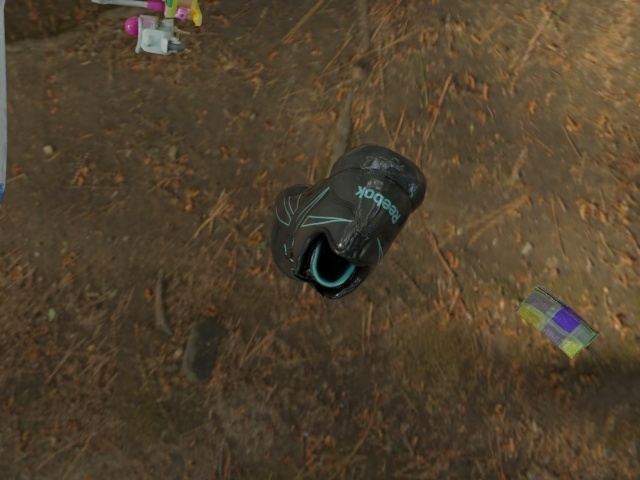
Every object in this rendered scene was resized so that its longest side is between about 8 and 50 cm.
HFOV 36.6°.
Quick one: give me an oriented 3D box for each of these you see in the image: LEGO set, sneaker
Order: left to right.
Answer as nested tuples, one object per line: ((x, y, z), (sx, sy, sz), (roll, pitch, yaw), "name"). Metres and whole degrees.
((-0.161, -0.317, 0.906), (0.107, 0.132, 0.287), (1, 108, -20), "LEGO set")
((0.000, 0.000, 0.888), (0.101, 0.267, 0.106), (30, 66, -8), "sneaker")

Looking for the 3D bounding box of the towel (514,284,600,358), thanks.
((0.248, 0.086, 1.026), (0.083, 0.009, 0.060), (41, 144, 8), "towel")

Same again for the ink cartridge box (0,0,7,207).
((-0.365, -0.095, 0.833), (0.171, 0.232, 0.168), (-1, 80, -21), "ink cartridge box")
